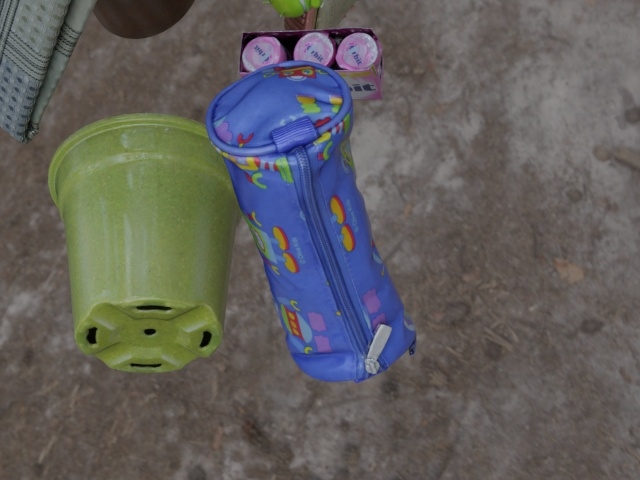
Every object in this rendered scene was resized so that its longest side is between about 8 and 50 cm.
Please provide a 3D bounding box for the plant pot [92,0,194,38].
[{"bbox_3d":[-0.343,-0.490,1.543,0.215,0.230,0.215,-4,74,14],"label":"plant pot"}]

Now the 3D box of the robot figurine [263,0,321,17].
[{"bbox_3d":[-0.025,-0.353,1.258,0.115,0.067,0.101,-43,52,-5],"label":"robot figurine"}]

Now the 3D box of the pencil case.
[{"bbox_3d":[0.000,0.000,0.800,0.119,0.306,0.133,-26,39,-9],"label":"pencil case"}]

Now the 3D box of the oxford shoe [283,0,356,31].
[{"bbox_3d":[0.030,-0.422,1.550,0.140,0.146,0.397,-116,33,-52],"label":"oxford shoe"}]

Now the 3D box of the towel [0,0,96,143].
[{"bbox_3d":[-0.392,-0.306,1.012,0.312,0.324,0.056,44,49,2],"label":"towel"}]

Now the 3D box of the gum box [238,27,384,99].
[{"bbox_3d":[-0.004,-0.237,1.245,0.188,0.107,0.062,1,79,13],"label":"gum box"}]

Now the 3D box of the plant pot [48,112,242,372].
[{"bbox_3d":[-0.219,0.021,1.185,0.276,0.276,0.254,-21,51,18],"label":"plant pot"}]
